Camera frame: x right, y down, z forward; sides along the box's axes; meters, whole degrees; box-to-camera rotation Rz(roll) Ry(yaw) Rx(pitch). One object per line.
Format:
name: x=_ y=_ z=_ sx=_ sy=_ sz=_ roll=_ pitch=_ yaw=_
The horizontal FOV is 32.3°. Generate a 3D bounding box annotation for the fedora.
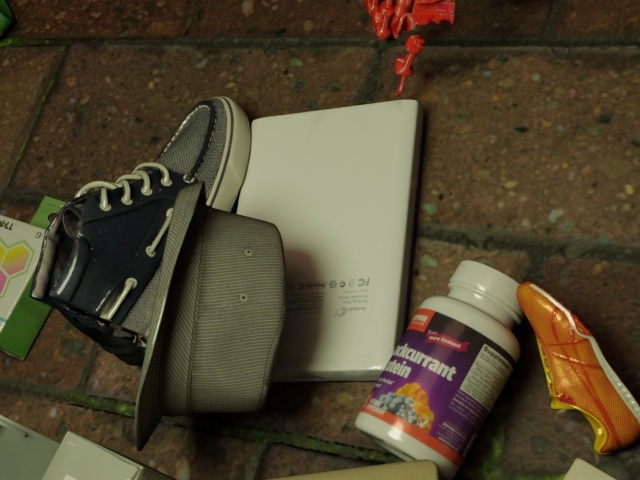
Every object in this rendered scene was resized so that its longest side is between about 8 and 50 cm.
fedora: x=-0.098 y=0.079 z=1.098 sx=0.124 sy=0.243 sz=0.275 roll=8 pitch=56 yaw=-2

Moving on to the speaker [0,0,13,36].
speaker: x=-0.598 y=-0.275 z=1.607 sx=0.296 sy=0.131 sz=0.131 roll=-36 pitch=55 yaw=5

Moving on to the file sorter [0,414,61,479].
file sorter: x=-0.324 y=0.288 z=1.084 sx=0.173 sy=0.277 sz=0.192 roll=7 pitch=68 yaw=31

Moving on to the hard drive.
hard drive: x=0.000 y=0.000 z=1.222 sx=0.210 sy=0.040 sz=0.318 roll=-4 pitch=63 yaw=24

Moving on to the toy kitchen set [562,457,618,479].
toy kitchen set: x=0.263 y=0.307 z=0.882 sx=0.207 sy=0.122 sz=0.166 roll=28 pitch=79 yaw=34

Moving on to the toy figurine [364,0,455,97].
toy figurine: x=0.169 y=-0.348 z=1.301 sx=0.217 sy=0.191 sz=0.362 roll=-4 pitch=50 yaw=-10

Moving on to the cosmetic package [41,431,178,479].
cosmetic package: x=-0.167 y=0.279 z=1.037 sx=0.107 sy=0.238 sz=0.127 roll=16 pitch=75 yaw=34

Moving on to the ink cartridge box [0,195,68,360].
ink cartridge box: x=-0.372 y=0.032 z=1.373 sx=0.109 sy=0.062 sz=0.209 roll=16 pitch=72 yaw=32

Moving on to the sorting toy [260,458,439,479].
sorting toy: x=0.062 y=0.310 z=0.962 sx=0.307 sy=0.041 sz=0.229 roll=-12 pitch=69 yaw=23

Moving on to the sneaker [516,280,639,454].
sneaker: x=0.227 y=0.116 z=1.006 sx=0.067 sy=0.064 sz=0.175 roll=-33 pitch=79 yaw=1

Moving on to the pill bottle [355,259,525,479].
pill bottle: x=0.124 y=0.120 z=1.057 sx=0.108 sy=0.108 sz=0.193 roll=23 pitch=76 yaw=33

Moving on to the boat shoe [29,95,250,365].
boat shoe: x=-0.201 y=-0.042 z=1.254 sx=0.127 sy=0.158 sz=0.340 roll=-6 pitch=60 yaw=47
